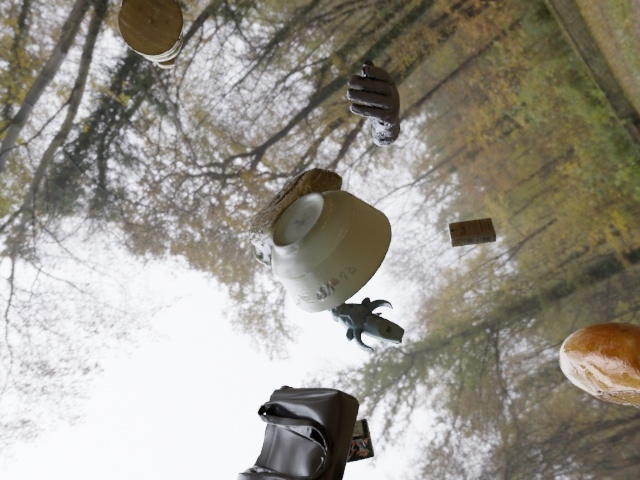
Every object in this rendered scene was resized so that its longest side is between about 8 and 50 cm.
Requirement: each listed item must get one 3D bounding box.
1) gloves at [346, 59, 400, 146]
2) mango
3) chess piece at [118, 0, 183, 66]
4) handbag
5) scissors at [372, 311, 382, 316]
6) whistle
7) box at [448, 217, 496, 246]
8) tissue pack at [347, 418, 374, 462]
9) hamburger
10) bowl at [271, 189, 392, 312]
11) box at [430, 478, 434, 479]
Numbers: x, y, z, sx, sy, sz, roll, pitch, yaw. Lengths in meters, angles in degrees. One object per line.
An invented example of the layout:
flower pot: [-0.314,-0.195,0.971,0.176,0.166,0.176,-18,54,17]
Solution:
gloves: [0.144,-0.342,1.269,0.285,0.119,0.142,36,-141,-61]
mango: [0.516,0.217,0.895,0.154,0.252,0.126,32,-106,0]
chess piece: [-0.363,-0.469,1.146,0.137,0.137,0.301,46,-178,-18]
handbag: [-0.056,0.465,1.126,0.113,0.257,0.285,41,-126,-41]
scissors: [0.150,0.257,1.692,0.039,0.113,0.012,-25,-82,-64]
whistle: [0.138,0.258,1.618,0.180,0.269,0.093,-61,-26,-29]
box: [0.290,-0.016,0.975,0.053,0.083,0.024,-79,-24,-52]
tissue pack: [0.061,0.571,1.428,0.103,0.170,0.090,-96,-8,-79]
hamburger: [-0.066,-0.067,1.281,0.134,0.285,0.265,55,163,-25]
bowl: [0.000,0.000,0.919,0.126,0.237,0.238,43,-150,-30]
box: [0.267,0.711,1.162,0.048,0.273,0.265,-19,-119,-29]
